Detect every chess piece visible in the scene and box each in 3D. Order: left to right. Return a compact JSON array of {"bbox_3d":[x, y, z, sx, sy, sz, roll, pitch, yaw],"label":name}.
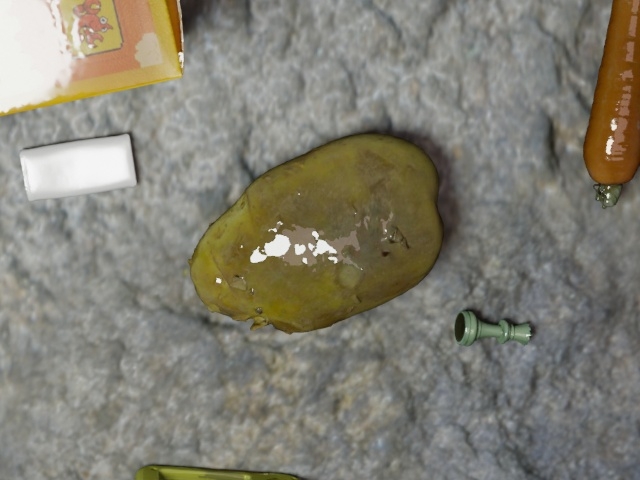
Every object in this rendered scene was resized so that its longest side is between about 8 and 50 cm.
[{"bbox_3d":[0.206,0.106,1.625,0.093,0.042,0.042,6,103,-16],"label":"chess piece"}]

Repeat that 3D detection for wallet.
[{"bbox_3d":[-0.266,-0.080,1.524,0.122,0.025,0.061,-9,107,-4],"label":"wallet"}]

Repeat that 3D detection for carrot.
[{"bbox_3d":[0.339,-0.200,1.552,0.069,0.069,0.336,3,101,-8],"label":"carrot"}]

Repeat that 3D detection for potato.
[{"bbox_3d":[0.000,0.000,1.520,0.296,0.141,0.191,-24,103,2],"label":"potato"}]

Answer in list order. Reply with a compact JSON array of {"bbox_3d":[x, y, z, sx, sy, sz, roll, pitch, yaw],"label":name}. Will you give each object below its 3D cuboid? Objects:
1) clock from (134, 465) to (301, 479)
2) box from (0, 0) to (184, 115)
[{"bbox_3d":[-0.115,0.323,1.584,0.202,0.143,0.096,5,96,-8],"label":"clock"},{"bbox_3d":[-0.251,-0.278,1.342,0.214,0.283,0.259,-14,106,-3],"label":"box"}]
